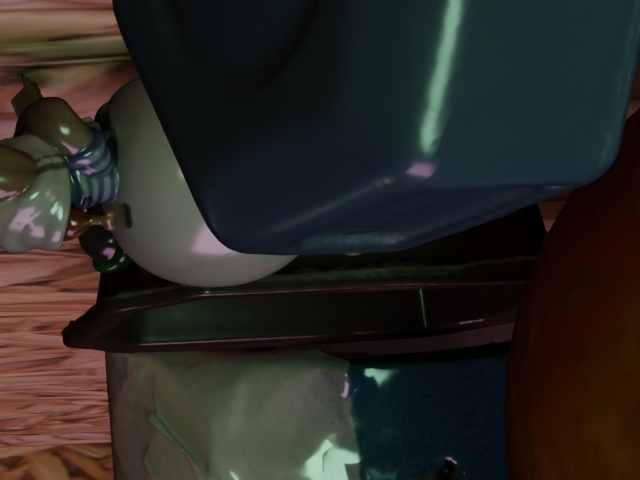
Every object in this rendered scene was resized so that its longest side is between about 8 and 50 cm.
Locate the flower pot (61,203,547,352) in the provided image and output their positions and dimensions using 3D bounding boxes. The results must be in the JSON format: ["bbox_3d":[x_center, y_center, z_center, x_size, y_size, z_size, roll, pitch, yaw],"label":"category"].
[{"bbox_3d":[0.000,0.000,0.973,0.250,0.084,0.179,-3,169,-20],"label":"flower pot"}]

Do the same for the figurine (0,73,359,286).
[{"bbox_3d":[-0.075,-0.032,0.755,0.197,0.094,0.147,7,144,-20],"label":"figurine"}]

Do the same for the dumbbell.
[{"bbox_3d":[0.113,-0.069,0.491,0.316,0.156,0.144,1,138,-32],"label":"dumbbell"}]

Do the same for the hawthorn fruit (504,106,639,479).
[{"bbox_3d":[0.267,0.108,0.755,0.402,0.403,0.403,-5,170,-1],"label":"hawthorn fruit"}]

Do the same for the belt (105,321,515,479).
[{"bbox_3d":[0.073,0.109,1.217,0.436,0.173,0.300,-11,-171,-34],"label":"belt"}]
